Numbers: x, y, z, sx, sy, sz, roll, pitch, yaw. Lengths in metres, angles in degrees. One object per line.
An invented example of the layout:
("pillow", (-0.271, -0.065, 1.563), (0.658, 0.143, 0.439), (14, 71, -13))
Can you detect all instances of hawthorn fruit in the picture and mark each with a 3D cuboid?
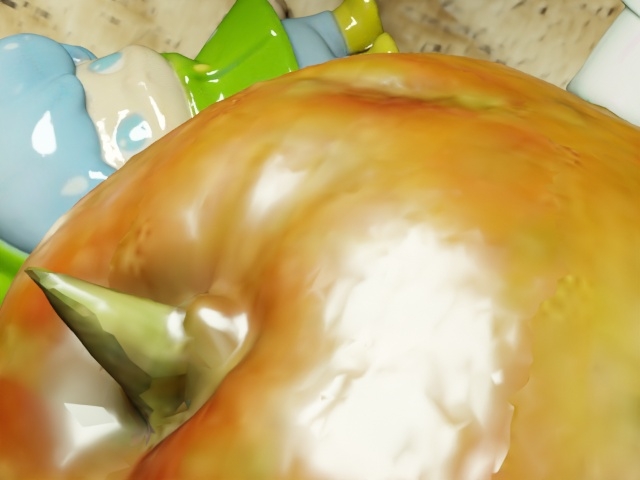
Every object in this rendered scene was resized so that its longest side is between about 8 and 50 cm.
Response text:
("hawthorn fruit", (0.027, 0.106, 0.532), (0.403, 0.403, 0.402), (2, 102, 11))

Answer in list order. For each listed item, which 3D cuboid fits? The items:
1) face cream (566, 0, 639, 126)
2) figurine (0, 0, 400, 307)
("face cream", (0.251, -0.183, 0.637), (0.102, 0.102, 0.345), (38, 106, 2))
("figurine", (-0.080, -0.052, 0.715), (0.263, 0.143, 0.162), (-22, 60, -2))
